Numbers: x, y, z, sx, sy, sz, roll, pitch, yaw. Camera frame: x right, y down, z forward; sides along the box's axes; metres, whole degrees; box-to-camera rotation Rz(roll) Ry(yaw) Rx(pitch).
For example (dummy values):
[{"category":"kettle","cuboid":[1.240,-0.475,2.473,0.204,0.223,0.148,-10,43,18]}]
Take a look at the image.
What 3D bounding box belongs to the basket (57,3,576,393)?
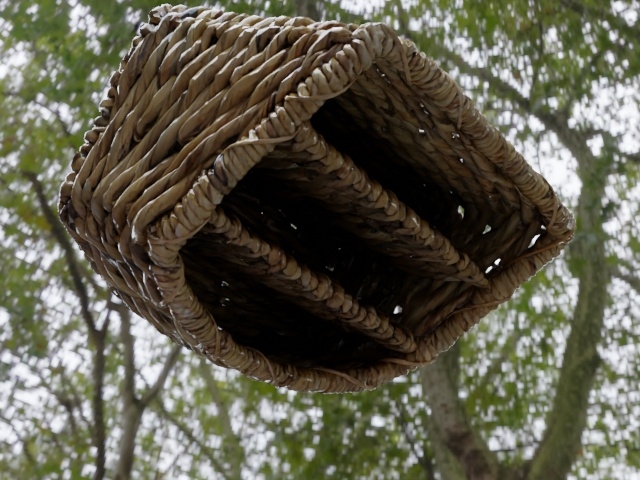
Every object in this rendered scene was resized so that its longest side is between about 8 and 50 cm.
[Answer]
[{"category":"basket","cuboid":[0.000,0.000,0.773,0.223,0.213,0.299,15,-15,40]}]
